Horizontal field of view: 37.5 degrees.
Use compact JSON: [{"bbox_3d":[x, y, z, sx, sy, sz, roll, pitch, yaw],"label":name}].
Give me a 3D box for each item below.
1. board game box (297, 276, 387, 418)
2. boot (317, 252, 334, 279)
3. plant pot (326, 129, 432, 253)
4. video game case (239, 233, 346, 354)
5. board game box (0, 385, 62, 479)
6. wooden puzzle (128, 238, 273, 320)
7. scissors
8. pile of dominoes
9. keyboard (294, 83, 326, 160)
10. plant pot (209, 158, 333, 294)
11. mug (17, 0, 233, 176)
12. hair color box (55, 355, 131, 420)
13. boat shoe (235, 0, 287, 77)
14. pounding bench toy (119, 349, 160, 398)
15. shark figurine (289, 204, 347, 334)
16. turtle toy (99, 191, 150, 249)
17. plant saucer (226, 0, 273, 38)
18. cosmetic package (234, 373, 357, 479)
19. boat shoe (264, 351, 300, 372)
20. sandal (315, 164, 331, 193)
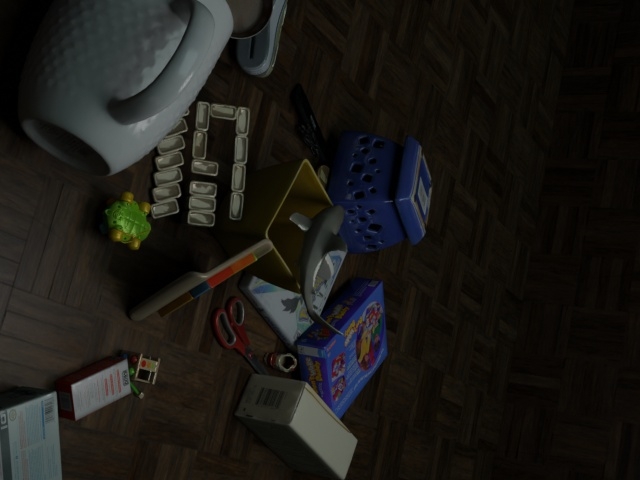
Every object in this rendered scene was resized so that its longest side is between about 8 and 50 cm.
[{"bbox_3d":[0.064,0.277,2.402,0.347,0.078,0.233,-43,134,-53],"label":"board game box"},{"bbox_3d":[0.000,0.000,2.245,0.086,0.069,0.190,-54,134,-37],"label":"boot"},{"bbox_3d":[0.157,-0.121,2.362,0.236,0.212,0.236,63,32,-52],"label":"plant pot"},{"bbox_3d":[-0.054,0.061,2.266,0.300,0.036,0.329,56,48,-45],"label":"video game case"},{"bbox_3d":[-0.547,0.374,1.461,0.303,0.098,0.224,-14,105,-58],"label":"board game box"},{"bbox_3d":[-0.226,0.083,1.833,0.239,0.221,0.044,-25,85,-52],"label":"wooden puzzle"},{"bbox_3d":[-0.173,0.255,2.121,0.109,0.021,0.297,-54,138,-43],"label":"scissors"},{"bbox_3d":[-0.246,-0.154,1.892,0.196,0.040,0.251,6,87,-28],"label":"pile of dominoes"},{"bbox_3d":[-0.034,-0.275,2.272,0.100,0.038,0.192,-85,156,-48],"label":"keyboard"},{"bbox_3d":[-0.108,-0.033,2.025,0.212,0.187,0.212,59,47,-42],"label":"plant pot"},{"bbox_3d":[-0.305,-0.283,1.511,0.276,0.374,0.328,40,66,-36],"label":"mug"},{"bbox_3d":[-0.411,0.267,1.714,0.141,0.043,0.072,-21,112,-54],"label":"hair color box"},{"bbox_3d":[-0.126,-0.501,2.041,0.094,0.109,0.302,32,68,-81],"label":"boat shoe"},{"bbox_3d":[-0.354,0.256,1.795,0.065,0.052,0.083,28,70,-56],"label":"pounding bench toy"},{"bbox_3d":[0.009,0.045,1.942,0.166,0.116,0.278,25,71,-55],"label":"shark figurine"},{"bbox_3d":[-0.357,-0.032,1.739,0.130,0.066,0.095,35,64,-55],"label":"turtle toy"},{"bbox_3d":[-0.178,-0.499,1.948,0.168,0.029,0.168,-1,91,-30],"label":"plant saucer"},{"bbox_3d":[-0.052,0.438,2.204,0.309,0.160,0.113,55,48,-47],"label":"cosmetic package"},{"bbox_3d":[-0.081,0.290,2.245,0.137,0.043,0.049,25,71,-58],"label":"boat shoe"},{"bbox_3d":[0.009,-0.127,2.338,0.180,0.049,0.072,53,41,-66],"label":"sandal"}]
